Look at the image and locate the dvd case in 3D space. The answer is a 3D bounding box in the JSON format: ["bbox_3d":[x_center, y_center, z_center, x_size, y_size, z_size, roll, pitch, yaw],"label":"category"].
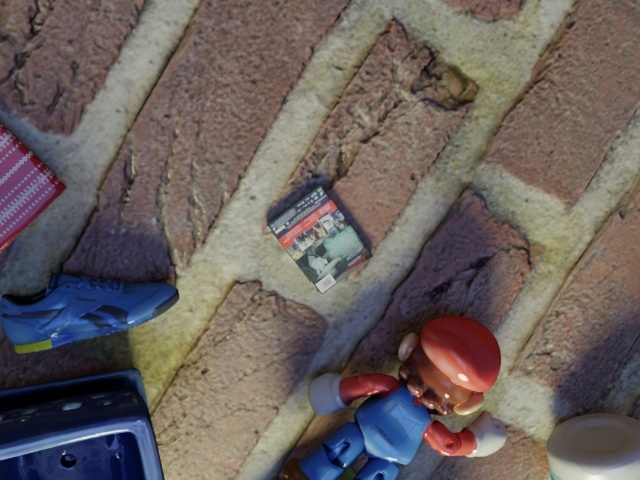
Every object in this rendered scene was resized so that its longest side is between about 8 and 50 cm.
[{"bbox_3d":[0.000,0.000,1.102,0.087,0.013,0.119,-38,107,0],"label":"dvd case"}]

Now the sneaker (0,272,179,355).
[{"bbox_3d":[-0.277,0.072,1.035,0.209,0.069,0.082,-14,103,-8],"label":"sneaker"}]

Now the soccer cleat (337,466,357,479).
[{"bbox_3d":[-0.063,0.396,1.167,0.289,0.093,0.121,-28,78,1],"label":"soccer cleat"}]

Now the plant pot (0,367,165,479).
[{"bbox_3d":[-0.298,0.287,1.010,0.236,0.212,0.236,-10,107,-9],"label":"plant pot"}]

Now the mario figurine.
[{"bbox_3d":[0.109,0.232,1.126,0.320,0.170,0.198,-44,119,-8],"label":"mario figurine"}]

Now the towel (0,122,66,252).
[{"bbox_3d":[-0.458,-0.090,0.976,0.199,0.031,0.275,-43,109,2],"label":"towel"}]

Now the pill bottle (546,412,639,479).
[{"bbox_3d":[0.408,0.389,1.216,0.146,0.146,0.264,-15,106,-8],"label":"pill bottle"}]
